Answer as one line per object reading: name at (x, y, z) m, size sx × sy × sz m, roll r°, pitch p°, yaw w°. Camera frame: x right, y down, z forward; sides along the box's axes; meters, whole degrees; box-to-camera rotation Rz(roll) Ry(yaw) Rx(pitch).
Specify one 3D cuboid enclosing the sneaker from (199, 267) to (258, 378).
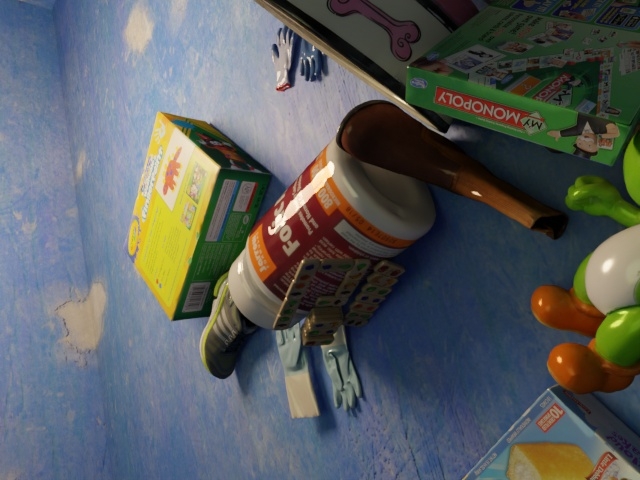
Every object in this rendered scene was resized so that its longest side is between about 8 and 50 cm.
sneaker at (-0.223, 0.226, 1.224) m, size 0.121 × 0.111 × 0.300 m, roll 25°, pitch 109°, yaw 40°

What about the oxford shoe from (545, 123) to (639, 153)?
oxford shoe at (0.375, -0.165, 0.614) m, size 0.364 × 0.130 × 0.132 m, roll 40°, pitch 150°, yaw 32°

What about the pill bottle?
pill bottle at (0.000, 0.000, 0.900) m, size 0.392 × 0.224 × 0.224 m, roll -43°, pitch 60°, yaw 37°

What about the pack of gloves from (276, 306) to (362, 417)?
pack of gloves at (-0.001, 0.259, 1.047) m, size 0.195 × 0.046 × 0.232 m, roll -19°, pitch 79°, yaw 33°

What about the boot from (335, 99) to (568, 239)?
boot at (0.184, -0.086, 0.683) m, size 0.280 × 0.264 × 0.096 m, roll 46°, pitch 112°, yaw 38°

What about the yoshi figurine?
yoshi figurine at (0.340, -0.002, 0.504) m, size 0.203 × 0.203 × 0.362 m, roll 44°, pitch 135°, yaw 27°

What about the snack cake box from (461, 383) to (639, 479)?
snack cake box at (0.314, 0.340, 0.667) m, size 0.152 × 0.089 × 0.264 m, roll 48°, pitch 123°, yaw 36°

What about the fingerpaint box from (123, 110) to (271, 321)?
fingerpaint box at (-0.358, -0.071, 1.323) m, size 0.371 × 0.163 × 0.444 m, roll 40°, pitch 117°, yaw 38°

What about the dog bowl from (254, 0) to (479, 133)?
dog bowl at (0.068, -0.338, 0.726) m, size 0.150 × 0.408 × 0.408 m, roll -54°, pitch 53°, yaw 17°

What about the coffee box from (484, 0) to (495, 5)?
coffee box at (0.277, -0.535, 0.532) m, size 0.338 × 0.334 × 0.338 m, roll -1°, pitch 86°, yaw 47°

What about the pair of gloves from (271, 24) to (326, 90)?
pair of gloves at (-0.049, -0.435, 1.105) m, size 0.198 × 0.023 × 0.159 m, roll 3°, pitch 94°, yaw 47°

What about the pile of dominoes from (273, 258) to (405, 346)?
pile of dominoes at (0.033, 0.115, 0.843) m, size 0.251 × 0.196 × 0.040 m, roll 115°, pitch 149°, yaw -50°

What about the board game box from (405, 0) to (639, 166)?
board game box at (0.269, -0.213, 0.536) m, size 0.213 × 0.317 × 0.046 m, roll 28°, pitch 144°, yaw 28°
